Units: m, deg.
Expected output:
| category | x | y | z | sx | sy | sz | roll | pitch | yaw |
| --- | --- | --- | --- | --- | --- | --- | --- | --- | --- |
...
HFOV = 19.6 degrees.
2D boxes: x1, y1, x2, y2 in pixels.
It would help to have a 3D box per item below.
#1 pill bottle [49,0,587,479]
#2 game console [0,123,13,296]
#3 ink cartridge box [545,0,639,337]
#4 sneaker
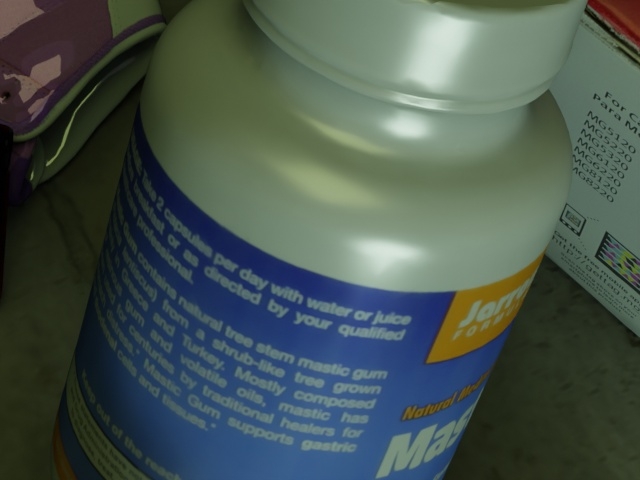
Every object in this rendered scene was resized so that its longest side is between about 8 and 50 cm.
| category | x | y | z | sx | sy | sz | roll | pitch | yaw |
| --- | --- | --- | --- | --- | --- | --- | --- | --- | --- |
| pill bottle | 0.000 | 0.000 | 0.662 | 0.152 | 0.272 | 0.152 | 13 | 38 | -10 |
| game console | -0.200 | -0.015 | 0.740 | 0.144 | 0.124 | 0.085 | 6 | 91 | -5 |
| ink cartridge box | 0.227 | -0.126 | 0.735 | 0.130 | 0.272 | 0.309 | 42 | 74 | 14 |
| sneaker | -0.202 | -0.072 | 0.795 | 0.282 | 0.102 | 0.161 | -25 | 76 | -10 |
